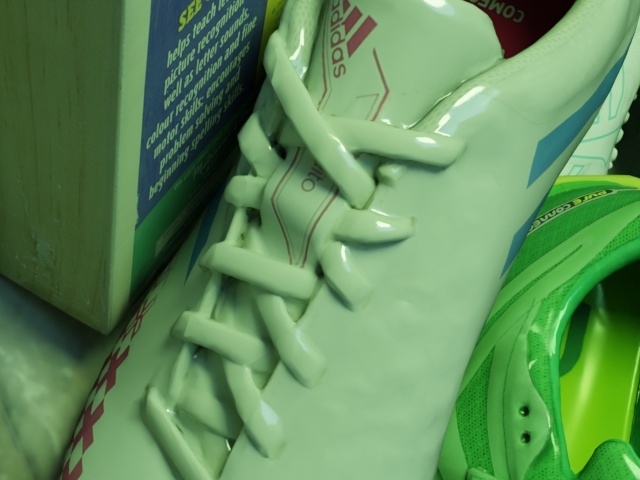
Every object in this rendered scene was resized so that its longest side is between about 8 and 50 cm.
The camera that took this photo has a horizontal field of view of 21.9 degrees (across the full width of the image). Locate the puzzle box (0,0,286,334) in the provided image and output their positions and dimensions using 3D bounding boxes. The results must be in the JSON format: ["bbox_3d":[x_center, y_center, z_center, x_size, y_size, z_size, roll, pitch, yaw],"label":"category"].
[{"bbox_3d":[0.028,-0.190,0.530,0.052,0.272,0.409,29,57,11],"label":"puzzle box"}]

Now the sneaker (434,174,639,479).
[{"bbox_3d":[0.071,0.111,0.545,0.109,0.123,0.295,21,74,-26],"label":"sneaker"}]

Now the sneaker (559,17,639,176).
[{"bbox_3d":[0.098,-0.050,0.668,0.152,0.054,0.061,-43,116,-31],"label":"sneaker"}]

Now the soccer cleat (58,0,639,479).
[{"bbox_3d":[0.000,0.000,0.494,0.116,0.143,0.331,22,72,16],"label":"soccer cleat"}]
